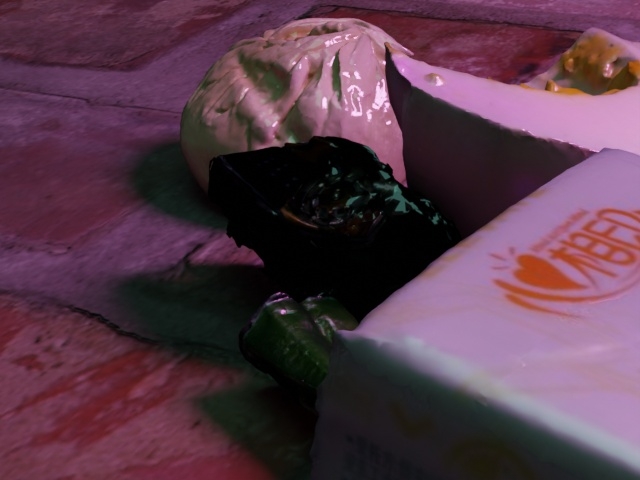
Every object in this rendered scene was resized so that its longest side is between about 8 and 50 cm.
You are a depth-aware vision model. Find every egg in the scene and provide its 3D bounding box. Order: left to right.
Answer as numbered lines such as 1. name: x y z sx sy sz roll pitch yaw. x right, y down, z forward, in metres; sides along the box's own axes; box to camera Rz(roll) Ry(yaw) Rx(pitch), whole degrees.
1. egg: 0.162 -0.042 0.903 0.206 0.162 0.271 33 34 29

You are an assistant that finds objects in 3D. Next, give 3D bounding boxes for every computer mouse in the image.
1. computer mouse: 0.000 0.000 0.882 0.241 0.146 0.077 17 45 45

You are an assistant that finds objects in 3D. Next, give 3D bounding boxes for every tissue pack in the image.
1. tissue pack: 0.232 0.110 0.573 0.388 0.162 0.287 23 34 30

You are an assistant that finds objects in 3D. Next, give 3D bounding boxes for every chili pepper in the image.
1. chili pepper: 0.038 0.107 0.746 0.088 0.059 0.227 0 27 -32

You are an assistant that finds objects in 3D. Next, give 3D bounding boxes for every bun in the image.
1. bun: -0.009 -0.116 1.100 0.229 0.145 0.229 1 29 0
